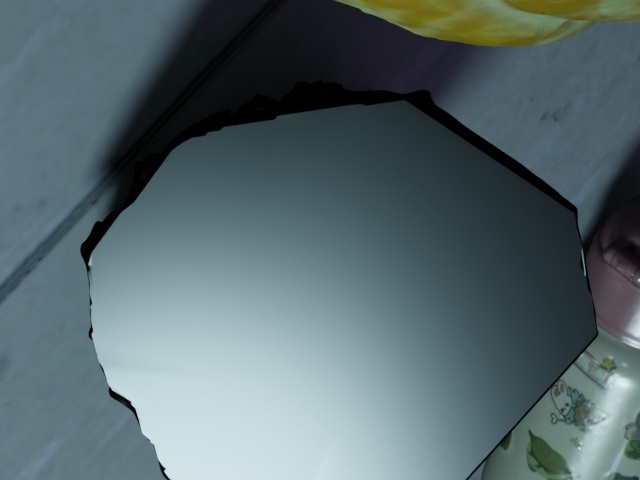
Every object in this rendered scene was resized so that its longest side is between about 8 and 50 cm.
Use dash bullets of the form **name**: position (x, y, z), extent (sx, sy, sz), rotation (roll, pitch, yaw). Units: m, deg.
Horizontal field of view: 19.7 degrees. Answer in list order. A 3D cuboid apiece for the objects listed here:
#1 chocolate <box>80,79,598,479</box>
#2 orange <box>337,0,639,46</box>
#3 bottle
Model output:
- **chocolate**: position (0.000, 0.000, 0.882), extent (0.224, 0.206, 0.177), rotation (-52, -165, 22)
- **orange**: position (0.078, -0.204, 0.545), extent (0.329, 0.329, 0.249), rotation (-37, 131, -20)
- **bottle**: position (0.195, 0.085, 1.203), extent (0.120, 0.120, 0.253), rotation (-17, 137, -42)
